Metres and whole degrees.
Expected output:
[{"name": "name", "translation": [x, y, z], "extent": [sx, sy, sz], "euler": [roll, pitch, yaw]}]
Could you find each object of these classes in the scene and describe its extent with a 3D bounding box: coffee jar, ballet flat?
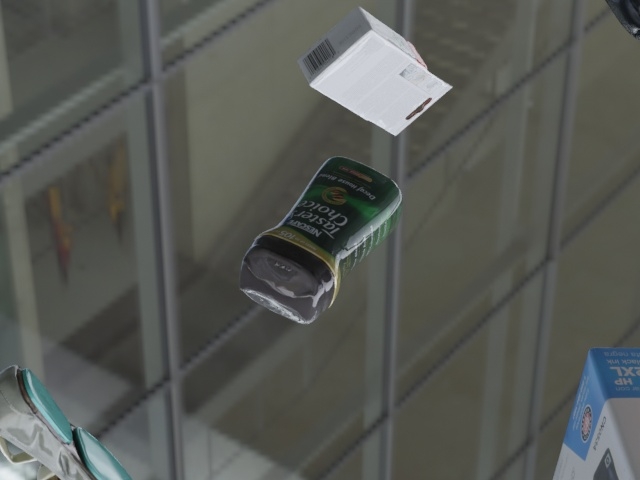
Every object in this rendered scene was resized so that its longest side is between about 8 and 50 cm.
[{"name": "coffee jar", "translation": [0.000, 0.000, 1.786], "extent": [0.096, 0.079, 0.184], "euler": [25, -134, 16]}, {"name": "ballet flat", "translation": [-0.244, 0.193, 1.663], "extent": [0.068, 0.213, 0.072], "euler": [-30, -141, 7]}]

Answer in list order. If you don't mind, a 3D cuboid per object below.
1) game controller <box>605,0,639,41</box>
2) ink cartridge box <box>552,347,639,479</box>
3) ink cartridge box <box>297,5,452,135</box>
[{"name": "game controller", "translation": [0.364, -0.297, 1.503], "extent": [0.319, 0.067, 0.166], "euler": [-32, -121, 9]}, {"name": "ink cartridge box", "translation": [0.293, 0.271, 1.532], "extent": [0.129, 0.223, 0.307], "euler": [3, -143, -9]}, {"name": "ink cartridge box", "translation": [0.042, -0.124, 1.351], "extent": [0.063, 0.115, 0.029], "euler": [-40, -126, 18]}]
